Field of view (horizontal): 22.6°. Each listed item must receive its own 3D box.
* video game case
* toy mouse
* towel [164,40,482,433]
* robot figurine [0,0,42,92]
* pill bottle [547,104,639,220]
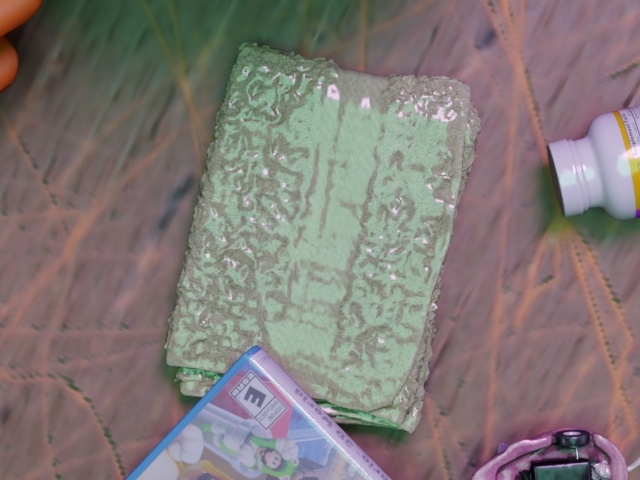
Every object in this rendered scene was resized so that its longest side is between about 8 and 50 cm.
[{"bbox_3d":[-0.006,0.140,0.641,0.166,0.015,0.119,45,111,4],"label":"video game case"},{"bbox_3d":[0.082,0.127,0.651,0.143,0.031,0.161,17,96,1],"label":"toy mouse"},{"bbox_3d":[0.000,0.000,0.646,0.110,0.027,0.148,11,97,3],"label":"towel"},{"bbox_3d":[-0.206,-0.128,0.587,0.219,0.158,0.128,42,88,6],"label":"robot figurine"},{"bbox_3d":[0.133,-0.033,0.627,0.083,0.043,0.043,-13,95,5],"label":"pill bottle"}]
